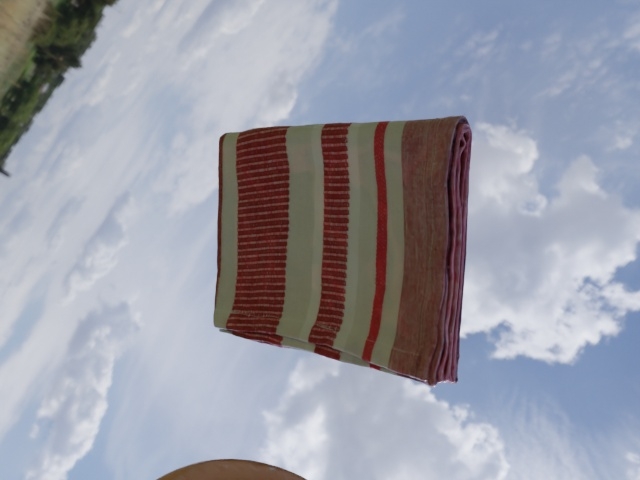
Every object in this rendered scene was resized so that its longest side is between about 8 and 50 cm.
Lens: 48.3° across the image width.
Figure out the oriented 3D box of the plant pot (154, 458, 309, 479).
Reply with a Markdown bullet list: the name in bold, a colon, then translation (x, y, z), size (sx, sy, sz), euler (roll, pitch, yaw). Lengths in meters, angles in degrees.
- **plant pot**: translation (-0.069, 0.266, 0.405), size (0.204, 0.290, 0.291), euler (-53, -155, 27)

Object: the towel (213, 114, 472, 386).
- **towel**: translation (0.000, 0.000, 0.724), size (0.328, 0.037, 0.237), euler (6, -85, 43)
